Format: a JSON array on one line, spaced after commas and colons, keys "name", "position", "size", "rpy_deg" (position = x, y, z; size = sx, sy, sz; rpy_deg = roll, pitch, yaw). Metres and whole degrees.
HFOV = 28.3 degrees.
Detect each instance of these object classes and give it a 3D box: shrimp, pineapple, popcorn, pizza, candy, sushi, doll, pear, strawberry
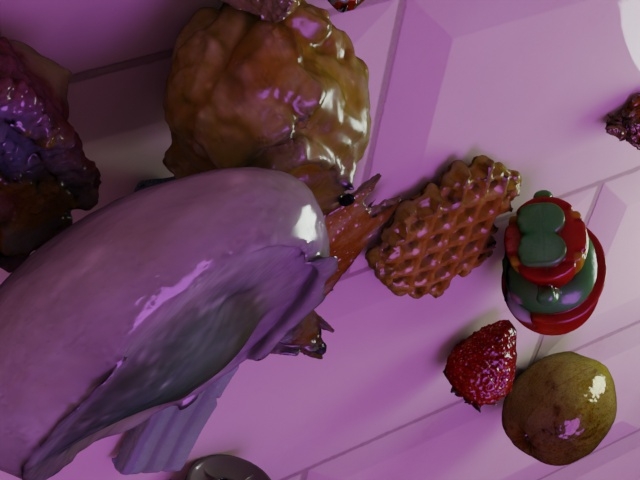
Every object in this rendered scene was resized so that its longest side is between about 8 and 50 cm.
[{"name": "shrimp", "position": [-0.095, 0.111, 1.713], "size": [0.168, 0.077, 0.317], "rpy_deg": [-21, 146, 24]}, {"name": "pineapple", "position": [0.478, -0.178, 1.952], "size": [0.114, 0.077, 0.114], "rpy_deg": [-4, 100, -26]}, {"name": "popcorn", "position": [-0.055, -0.134, 1.359], "size": [0.252, 0.215, 0.286], "rpy_deg": [-52, 149, 9]}, {"name": "pizza", "position": [0.000, 0.000, 1.721], "size": [0.262, 0.034, 0.181], "rpy_deg": [-47, 145, 22]}, {"name": "candy", "position": [-0.173, 0.067, 1.255], "size": [0.427, 0.186, 0.386], "rpy_deg": [-40, 163, 35]}, {"name": "candy", "position": [0.039, -0.331, 1.372], "size": [0.055, 0.049, 0.185], "rpy_deg": [-47, 155, -47]}, {"name": "sushi", "position": [-0.333, -0.093, 1.182], "size": [0.236, 0.171, 0.270], "rpy_deg": [-38, 149, 0]}, {"name": "doll", "position": [0.365, 0.055, 2.001], "size": [0.160, 0.183, 0.363], "rpy_deg": [-6, 157, 4]}, {"name": "pear", "position": [0.444, 0.322, 2.388], "size": [0.211, 0.188, 0.228], "rpy_deg": [-27, 147, -21]}, {"name": "strawberry", "position": [0.288, 0.214, 2.176], "size": [0.148, 0.131, 0.131], "rpy_deg": [-36, 147, 11]}]

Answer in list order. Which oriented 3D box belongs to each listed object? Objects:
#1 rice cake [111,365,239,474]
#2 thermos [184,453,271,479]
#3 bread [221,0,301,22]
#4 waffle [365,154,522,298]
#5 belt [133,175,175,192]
[{"name": "rice cake", "position": [-0.205, 0.247, 1.819], "size": [0.127, 0.043, 0.237], "rpy_deg": [2, 131, -43]}, {"name": "thermos", "position": [-0.174, 0.477, 2.030], "size": [0.146, 0.176, 0.265], "rpy_deg": [18, 123, -5]}, {"name": "bread", "position": [-0.078, -0.287, 1.230], "size": [0.156, 0.125, 0.086], "rpy_deg": [19, 134, -11]}, {"name": "waffle", "position": [0.193, -0.015, 1.875], "size": [0.291, 0.051, 0.291], "rpy_deg": [-24, 145, -18]}, {"name": "belt", "position": [-0.174, 0.005, 1.476], "size": [0.082, 0.147, 0.163], "rpy_deg": [-14, 113, -30]}]
